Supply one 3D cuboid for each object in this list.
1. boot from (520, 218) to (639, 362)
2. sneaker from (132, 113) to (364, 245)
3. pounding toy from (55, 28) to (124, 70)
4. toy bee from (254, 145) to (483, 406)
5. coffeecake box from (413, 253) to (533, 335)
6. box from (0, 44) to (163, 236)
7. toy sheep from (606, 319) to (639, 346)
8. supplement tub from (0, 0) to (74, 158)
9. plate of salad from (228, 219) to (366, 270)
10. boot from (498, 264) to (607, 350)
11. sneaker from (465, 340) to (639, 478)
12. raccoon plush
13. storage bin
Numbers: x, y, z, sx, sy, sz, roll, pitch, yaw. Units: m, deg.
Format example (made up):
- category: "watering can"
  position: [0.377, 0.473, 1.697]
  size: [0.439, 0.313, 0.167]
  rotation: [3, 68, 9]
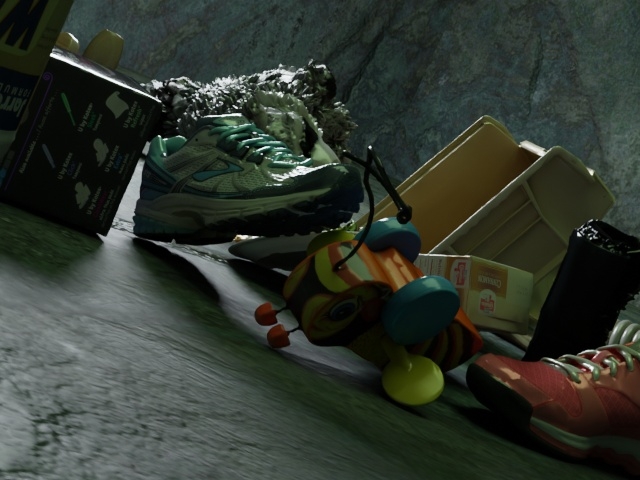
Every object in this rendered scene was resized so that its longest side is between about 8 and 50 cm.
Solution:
- category: "boot"
  position: [0.280, 0.087, 1.645]
  size: [0.094, 0.207, 0.246]
  rotation: [27, 6, 18]
- category: "sneaker"
  position: [-0.079, -0.065, 1.485]
  size: [0.283, 0.122, 0.110]
  rotation: [-5, -7, 42]
- category: "pounding toy"
  position: [-0.323, -0.160, 1.712]
  size: [0.269, 0.154, 0.155]
  rotation: [10, -23, 48]
- category: "toy bee"
  position: [0.027, 0.045, 1.370]
  size: [0.298, 0.162, 0.195]
  rotation: [57, 3, -33]
- category: "coffeecake box"
  position: [0.101, 0.053, 1.597]
  size: [0.185, 0.068, 0.142]
  rotation: [3, -7, 32]
- category: "box"
  position: [-0.309, -0.130, 1.474]
  size: [0.270, 0.143, 0.165]
  rotation: [21, 7, -24]
- category: "toy sheep"
  position: [0.432, 0.155, 2.228]
  size: [0.132, 0.091, 0.091]
  rotation: [7, -4, 32]
- category: "supplement tub"
  position: [-0.305, -0.187, 1.168]
  size: [0.228, 0.316, 0.228]
  rotation: [24, 6, -3]
- category: "plate of salad"
  position: [0.000, 0.000, 1.692]
  size: [0.199, 0.048, 0.200]
  rotation: [-2, -11, 0]
- category: "boot"
  position: [0.328, 0.056, 2.085]
  size: [0.262, 0.203, 0.095]
  rotation: [28, 7, 34]
- category: "sneaker"
  position: [0.273, 0.141, 1.495]
  size: [0.313, 0.136, 0.116]
  rotation: [21, 6, -30]
- category: "raccoon plush"
  position: [-0.162, -0.116, 2.127]
  size: [0.446, 0.216, 0.299]
  rotation: [-4, 7, 27]
- category: "storage bin"
  position: [0.197, -0.025, 1.954]
  size: [0.123, 0.260, 0.262]
  rotation: [50, -2, -17]
